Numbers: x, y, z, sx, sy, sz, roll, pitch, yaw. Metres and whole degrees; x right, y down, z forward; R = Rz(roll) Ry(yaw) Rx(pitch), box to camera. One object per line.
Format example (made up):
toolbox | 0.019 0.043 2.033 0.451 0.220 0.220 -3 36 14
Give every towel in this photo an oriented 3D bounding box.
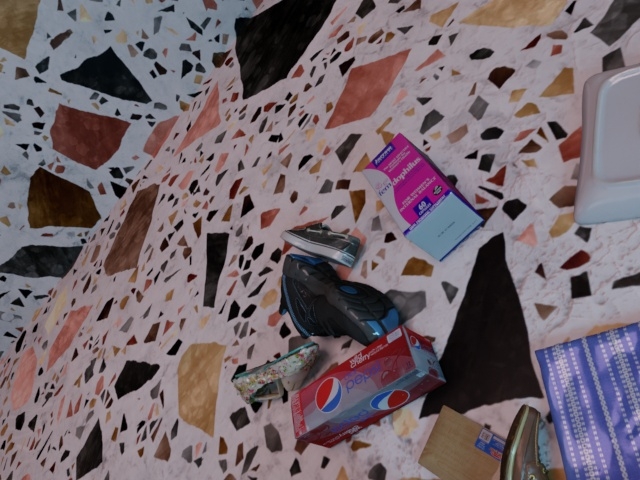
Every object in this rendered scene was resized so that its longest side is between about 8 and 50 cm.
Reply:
towel | 0.426 0.190 0.605 0.336 0.040 0.243 -27 46 34

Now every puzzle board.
puzzle board | 0.210 0.311 0.782 0.128 0.011 0.096 17 78 51

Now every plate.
plate | 0.502 -0.168 0.760 0.278 0.045 0.277 -7 60 45

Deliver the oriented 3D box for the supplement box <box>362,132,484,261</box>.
supplement box | 0.183 -0.085 1.001 0.111 0.114 0.220 -46 38 17

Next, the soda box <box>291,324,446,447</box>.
soda box | 0.072 0.252 0.907 0.263 0.092 0.083 -38 43 24

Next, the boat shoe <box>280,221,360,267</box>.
boat shoe | 0.000 0.000 1.179 0.219 0.078 0.070 18 80 43

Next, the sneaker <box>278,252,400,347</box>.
sneaker | 0.027 0.139 1.040 0.341 0.125 0.140 30 108 56

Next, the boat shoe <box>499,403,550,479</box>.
boat shoe | 0.264 0.305 0.694 0.060 0.064 0.178 12 76 15

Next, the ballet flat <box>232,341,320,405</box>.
ballet flat | -0.081 0.274 1.088 0.241 0.091 0.077 -31 75 36
